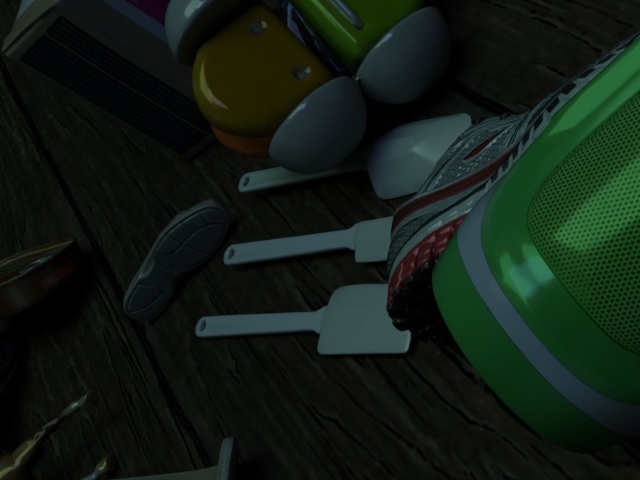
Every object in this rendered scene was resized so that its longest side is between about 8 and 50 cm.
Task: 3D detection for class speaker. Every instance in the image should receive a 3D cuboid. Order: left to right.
[{"bbox_3d":[0.185,-0.044,0.423,0.296,0.131,0.131,-44,35,22],"label":"speaker"}]

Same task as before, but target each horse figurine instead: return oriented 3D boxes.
[{"bbox_3d":[-0.232,0.234,0.815,0.174,0.066,0.263,-31,38,25],"label":"horse figurine"}]

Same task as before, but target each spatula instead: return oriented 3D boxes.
[{"bbox_3d":[0.000,0.000,0.742,0.242,0.019,0.168,-8,63,52],"label":"spatula"}]

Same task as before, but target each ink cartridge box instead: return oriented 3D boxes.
[{"bbox_3d":[-0.157,-0.219,0.966,0.088,0.193,0.234,-30,43,38],"label":"ink cartridge box"}]

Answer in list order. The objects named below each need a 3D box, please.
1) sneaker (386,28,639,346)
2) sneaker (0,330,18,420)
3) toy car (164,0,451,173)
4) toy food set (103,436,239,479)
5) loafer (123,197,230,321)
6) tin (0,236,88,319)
[{"bbox_3d":[0.113,-0.044,0.557,0.225,0.088,0.092,-39,35,27],"label":"sneaker"},{"bbox_3d":[-0.340,0.173,0.992,0.234,0.084,0.097,-89,11,-59],"label":"sneaker"},{"bbox_3d":[-0.007,-0.130,0.754,0.182,0.159,0.136,-40,-14,-9],"label":"toy car"},{"bbox_3d":[-0.200,0.237,0.655,0.306,0.092,0.219,-10,52,17],"label":"toy food set"},{"bbox_3d":[-0.120,0.010,0.870,0.125,0.045,0.039,-50,27,19],"label":"loafer"},{"bbox_3d":[-0.297,0.041,1.044,0.190,0.040,0.106,-12,24,49],"label":"tin"}]
